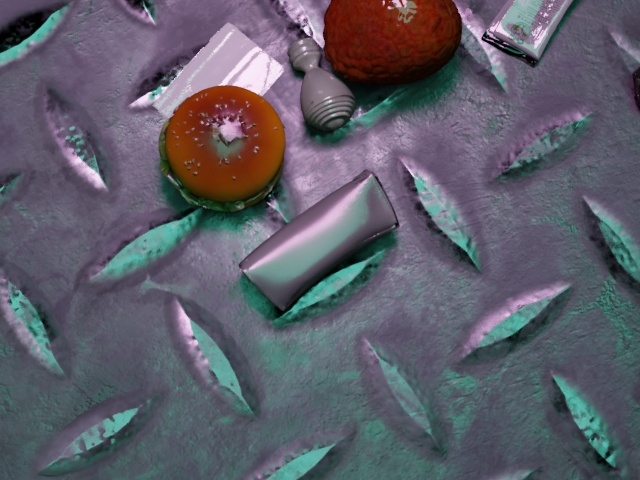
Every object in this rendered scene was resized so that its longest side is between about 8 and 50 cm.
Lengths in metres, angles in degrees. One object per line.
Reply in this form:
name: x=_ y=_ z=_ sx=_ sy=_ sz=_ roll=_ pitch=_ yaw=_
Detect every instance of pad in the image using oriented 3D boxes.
pad: x=-0.199 y=-0.300 z=1.909 sx=0.156 sy=0.004 sz=0.232 roll=40 pitch=82 yaw=5

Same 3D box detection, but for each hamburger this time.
hamburger: x=-0.177 y=-0.172 z=1.802 sx=0.246 sy=0.170 sz=0.246 roll=1 pitch=80 yaw=-4

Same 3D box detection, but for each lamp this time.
lamp: x=-0.003 y=-0.297 z=1.867 sx=0.106 sy=0.106 sz=0.193 roll=-22 pitch=74 yaw=-5

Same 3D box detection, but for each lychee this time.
lychee: x=0.145 y=-0.416 z=1.817 sx=0.255 sy=0.255 sz=0.300 roll=44 pitch=105 yaw=6

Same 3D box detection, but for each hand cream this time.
hand cream: x=0.459 y=-0.510 z=1.938 sx=0.121 sy=0.076 sz=0.336 roll=32 pitch=87 yaw=9

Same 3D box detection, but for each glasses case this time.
glasses case: x=0.001 y=0.002 z=1.825 sx=0.308 sy=0.083 sz=0.128 roll=-35 pitch=89 yaw=-7

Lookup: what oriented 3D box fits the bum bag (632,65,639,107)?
bum bag: x=0.777 y=-0.309 z=1.891 sx=0.340 sy=0.095 sz=0.144 roll=8 pitch=87 yaw=6
